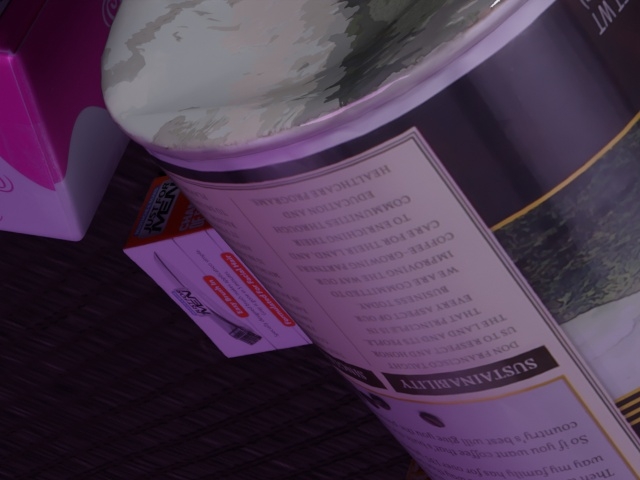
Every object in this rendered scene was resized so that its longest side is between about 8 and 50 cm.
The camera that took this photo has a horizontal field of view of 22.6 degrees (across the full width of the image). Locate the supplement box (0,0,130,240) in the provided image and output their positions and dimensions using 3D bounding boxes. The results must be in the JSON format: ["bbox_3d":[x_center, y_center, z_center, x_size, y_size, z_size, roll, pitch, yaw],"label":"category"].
[{"bbox_3d":[-0.195,-0.087,0.698,0.220,0.114,0.111,9,141,16],"label":"supplement box"}]

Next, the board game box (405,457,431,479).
[{"bbox_3d":[0.163,0.169,0.906,0.193,0.045,0.147,-9,135,33],"label":"board game box"}]

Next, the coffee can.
[{"bbox_3d":[0.081,-0.014,0.584,0.201,0.201,0.275,-12,133,35],"label":"coffee can"}]

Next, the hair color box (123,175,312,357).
[{"bbox_3d":[0.000,0.000,0.765,0.167,0.053,0.093,-13,133,34],"label":"hair color box"}]
